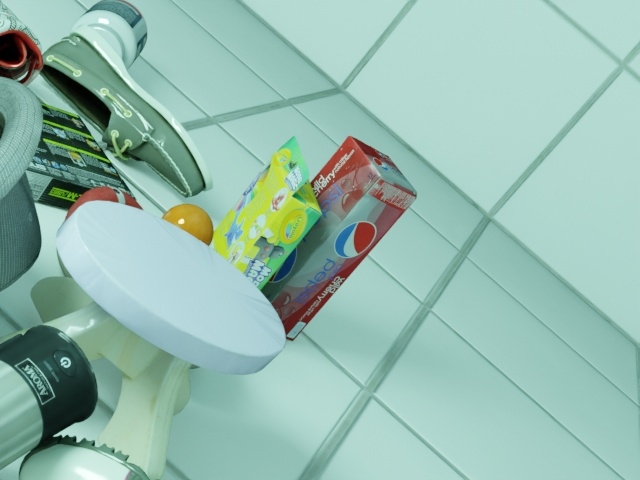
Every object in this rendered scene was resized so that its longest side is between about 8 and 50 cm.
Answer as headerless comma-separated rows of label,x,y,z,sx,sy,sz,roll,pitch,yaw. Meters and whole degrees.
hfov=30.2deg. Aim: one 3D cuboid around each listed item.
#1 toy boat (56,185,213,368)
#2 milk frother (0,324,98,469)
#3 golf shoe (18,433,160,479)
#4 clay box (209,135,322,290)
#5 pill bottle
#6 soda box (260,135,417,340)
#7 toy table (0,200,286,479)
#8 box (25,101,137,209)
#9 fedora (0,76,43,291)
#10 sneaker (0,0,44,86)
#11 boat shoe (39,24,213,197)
toy boat,-0.174,0.022,1.286,0.231,0.151,0.151,46,18,20
milk frother,-0.267,0.133,0.896,0.129,0.143,0.134,41,38,15
golf shoe,-0.146,0.252,0.855,0.273,0.105,0.120,46,25,21
clay box,-0.074,-0.012,1.461,0.053,0.222,0.127,32,19,-26
pill bottle,-0.336,-0.313,1.862,0.108,0.108,0.180,36,17,-12
soda box,0.000,0.000,1.515,0.083,0.263,0.092,25,23,-44
toy table,-0.172,0.086,1.087,0.274,0.161,0.252,31,21,-42
box,-0.340,-0.111,1.455,0.190,0.045,0.184,16,27,-52
fedora,-0.329,-0.021,1.032,0.124,0.243,0.275,65,-7,-31
sneaker,-0.394,-0.227,1.453,0.145,0.090,0.270,49,-10,16
boat shoe,-0.273,-0.166,1.658,0.305,0.091,0.109,47,-24,9
